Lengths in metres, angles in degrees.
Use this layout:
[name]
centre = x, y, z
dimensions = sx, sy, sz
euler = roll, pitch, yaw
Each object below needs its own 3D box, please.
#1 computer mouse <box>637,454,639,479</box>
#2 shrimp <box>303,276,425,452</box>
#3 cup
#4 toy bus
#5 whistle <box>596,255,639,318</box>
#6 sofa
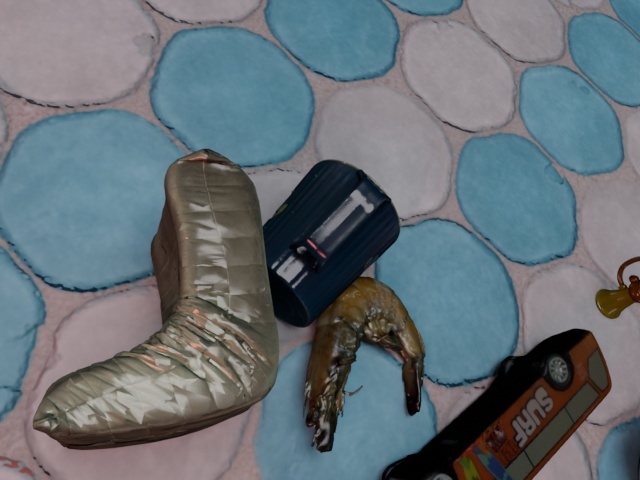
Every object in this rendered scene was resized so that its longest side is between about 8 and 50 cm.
[computer mouse]
centre = 0.458, 0.321, 0.688
dimensions = 0.137, 0.096, 0.234
euler = 7, 69, -13
[shrimp]
centre = 0.055, 0.143, 0.640
dimensions = 0.150, 0.051, 0.217
euler = 30, 55, -15
[cup]
centre = 0.000, 0.000, 0.615
dimensions = 0.131, 0.176, 0.155
euler = 43, 65, -1
[toy bus]
centre = 0.177, 0.231, 0.621
dimensions = 0.408, 0.093, 0.092
euler = -30, 88, -29
[whistle]
centre = 0.442, 0.063, 0.792
dimensions = 0.046, 0.109, 0.057
euler = 18, 56, -12
[sofa]
centre = -0.150, 0.061, 0.507
dimensions = 0.175, 0.210, 0.226
euler = -2, 71, -21
